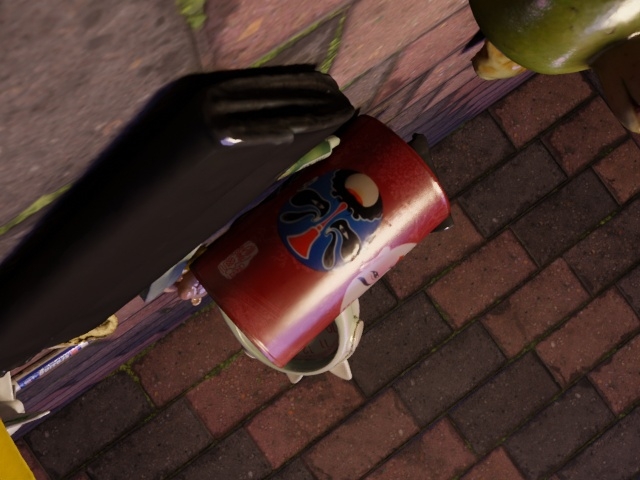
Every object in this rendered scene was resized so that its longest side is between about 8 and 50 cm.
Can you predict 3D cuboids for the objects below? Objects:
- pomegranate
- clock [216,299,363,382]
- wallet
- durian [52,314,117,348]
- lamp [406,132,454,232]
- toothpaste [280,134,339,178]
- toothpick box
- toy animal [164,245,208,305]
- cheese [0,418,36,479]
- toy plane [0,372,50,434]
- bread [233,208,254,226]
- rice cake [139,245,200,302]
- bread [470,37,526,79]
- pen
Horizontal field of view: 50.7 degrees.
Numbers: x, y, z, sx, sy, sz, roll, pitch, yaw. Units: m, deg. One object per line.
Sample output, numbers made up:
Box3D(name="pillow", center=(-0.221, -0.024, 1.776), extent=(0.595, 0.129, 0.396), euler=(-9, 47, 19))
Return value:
Box3D(name="pomegranate", center=(0.201, -0.189, 0.505), extent=(0.179, 0.210, 0.179), euler=(-3, 152, -1))
Box3D(name="clock", center=(-0.050, 0.127, 1.258), extent=(0.265, 0.324, 0.108), euler=(-9, -154, 26))
Box3D(name="wallet", center=(-0.161, -0.004, 0.610), extent=(0.406, 0.062, 0.228), euler=(-37, 178, 30))
Box3D(name="durian", center=(-0.297, 0.100, 0.797), extent=(0.052, 0.066, 0.130), euler=(-37, 169, 25))
Box3D(name="lamp", center=(0.119, -0.090, 1.282), extent=(0.374, 0.205, 0.272), euler=(-15, -173, 40))
Box3D(name="toothpaste", center=(-0.048, -0.096, 0.862), extent=(0.204, 0.031, 0.049), euler=(-31, 176, -37))
Box3D(name="toothpick box", center=(0.000, 0.000, 0.983), extent=(0.333, 0.204, 0.204), euler=(-43, 179, -5))
Box3D(name="toy animal", center=(-0.218, 0.067, 1.095), extent=(0.114, 0.082, 0.091), euler=(-35, 177, 12))
Box3D(name="cheese", center=(-0.254, 0.122, 0.417), extent=(0.093, 0.171, 0.126), euler=(-34, 178, -40))
Box3D(name="toy plane", center=(-0.393, 0.203, 0.624), extent=(0.255, 0.101, 0.251), euler=(-19, -166, -37))
Box3D(name="bread", center=(-0.099, -0.036, 1.179), extent=(0.103, 0.049, 0.062), euler=(-33, 177, -30))
Box3D(name="rice cake", center=(-0.213, 0.032, 0.937), extent=(0.080, 0.042, 0.222), euler=(-40, 179, -25))
Box3D(name="bread", center=(0.306, -0.316, 1.005), extent=(0.128, 0.088, 0.232), euler=(-43, 175, -14))
Box3D(name="pen", center=(-0.437, 0.191, 1.149), extent=(0.204, 0.025, 0.025), euler=(-35, 178, -28))
